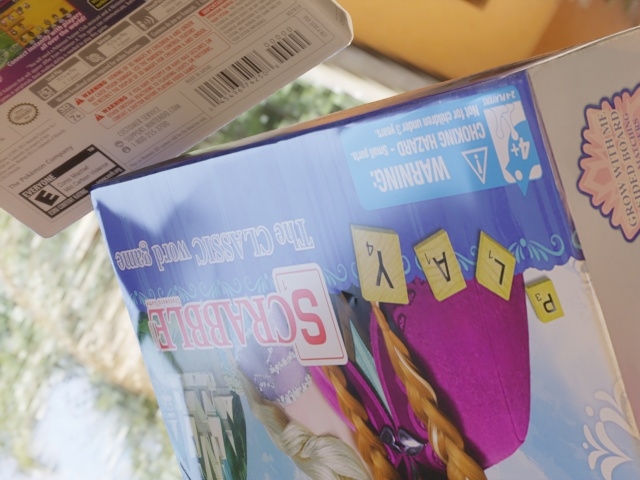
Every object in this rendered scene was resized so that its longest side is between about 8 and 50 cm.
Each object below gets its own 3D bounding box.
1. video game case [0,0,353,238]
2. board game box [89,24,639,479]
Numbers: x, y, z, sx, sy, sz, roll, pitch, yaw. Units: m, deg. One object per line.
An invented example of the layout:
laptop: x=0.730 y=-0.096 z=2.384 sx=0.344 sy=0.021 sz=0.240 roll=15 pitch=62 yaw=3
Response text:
video game case: x=-0.119 y=-0.098 z=0.749 sx=0.183 sy=0.201 sz=0.023 roll=39 pitch=-147 yaw=-35
board game box: x=0.048 y=0.103 z=0.640 sx=0.066 sy=0.318 sz=0.319 roll=-21 pitch=-174 yaw=-31
